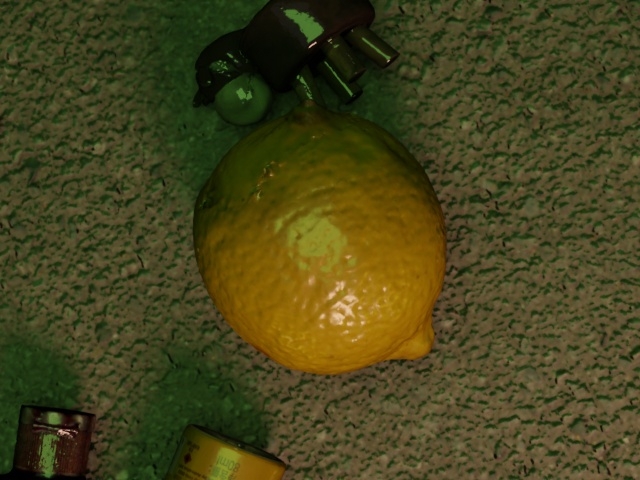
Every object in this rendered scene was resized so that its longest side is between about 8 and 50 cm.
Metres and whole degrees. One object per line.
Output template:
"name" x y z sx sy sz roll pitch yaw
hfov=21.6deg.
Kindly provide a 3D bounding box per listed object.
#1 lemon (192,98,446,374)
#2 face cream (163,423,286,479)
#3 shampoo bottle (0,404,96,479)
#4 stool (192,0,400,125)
"lemon" 0.004 0.008 1.533 0.228 0.228 0.253 -25 86 2
"face cream" -0.144 0.352 1.572 0.105 0.105 0.348 22 87 6
"shampoo bottle" -0.272 0.320 1.588 0.129 0.084 0.323 6 86 35
"stool" -0.026 -0.173 1.603 0.217 0.125 0.121 -36 85 10
